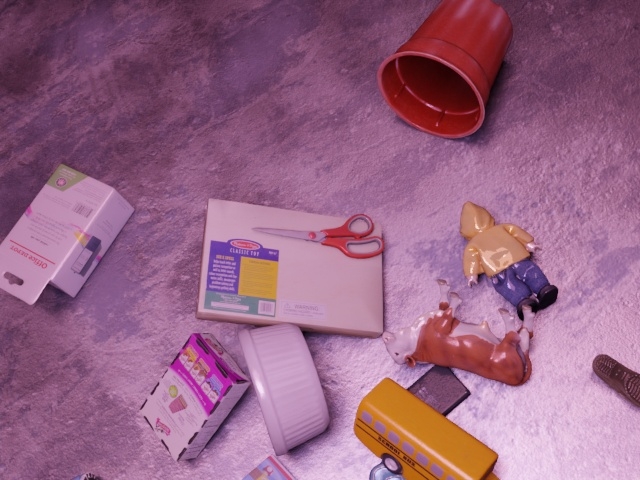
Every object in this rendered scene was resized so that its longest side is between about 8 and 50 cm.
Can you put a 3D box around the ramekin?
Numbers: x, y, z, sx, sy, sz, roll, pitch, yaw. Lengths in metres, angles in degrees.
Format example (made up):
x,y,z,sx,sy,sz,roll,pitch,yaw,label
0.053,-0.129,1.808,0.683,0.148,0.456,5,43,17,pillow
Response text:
x,y,z,sx,sy,sz,roll,pitch,yaw,label
-0.073,0.295,1.605,0.127,0.273,0.273,-18,60,-7,ramekin

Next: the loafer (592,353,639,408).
x,y,z,sx,sy,sz,roll,pitch,yaw,label
0.600,0.278,1.536,0.148,0.050,0.056,42,84,13,loafer

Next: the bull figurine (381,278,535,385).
x,y,z,sx,sy,sz,roll,pitch,yaw,label
0.287,0.197,1.600,0.310,0.101,0.188,15,109,6,bull figurine

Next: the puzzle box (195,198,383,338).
x,y,z,sx,sy,sz,roll,pitch,yaw,label
-0.062,0.062,1.721,0.409,0.052,0.272,9,64,-13,puzzle box

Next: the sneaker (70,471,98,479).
x,y,z,sx,sy,sz,roll,pitch,yaw,label
-0.535,0.594,1.711,0.073,0.063,0.162,-13,56,30,sneaker

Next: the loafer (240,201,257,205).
x,y,z,sx,sy,sz,roll,pitch,yaw,label
-0.130,0.058,1.808,0.134,0.130,0.366,-31,60,0,loafer

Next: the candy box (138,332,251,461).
x,y,z,sx,sy,sz,roll,pitch,yaw,label
-0.274,0.339,1.695,0.159,0.071,0.233,45,107,29,candy box

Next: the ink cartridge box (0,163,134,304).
x,y,z,sx,sy,sz,roll,pitch,yaw,label
-0.670,0.002,1.999,0.207,0.119,0.353,24,72,24,ink cartridge box

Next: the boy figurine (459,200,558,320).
x,y,z,sx,sy,sz,roll,pitch,yaw,label
0.382,0.037,1.694,0.177,0.092,0.285,-34,59,-2,boy figurine

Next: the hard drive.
x,y,z,sx,sy,sz,roll,pitch,yaw,label
0.233,0.327,1.630,0.135,0.022,0.094,-39,60,-5,hard drive

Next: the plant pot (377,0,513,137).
x,y,z,sx,sy,sz,roll,pitch,yaw,label
0.316,-0.433,1.865,0.272,0.272,0.265,21,63,24,plant pot

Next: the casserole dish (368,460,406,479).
x,y,z,sx,sy,sz,roll,pitch,yaw,label
0.157,0.517,1.551,0.114,0.037,0.188,-15,60,8,casserole dish

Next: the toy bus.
x,y,z,sx,sy,sz,roll,pitch,yaw,label
0.225,0.415,1.504,0.333,0.130,0.108,33,45,26,toy bus

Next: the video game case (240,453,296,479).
x,y,z,sx,sy,sz,roll,pitch,yaw,label
-0.141,0.593,1.561,0.285,0.025,0.204,-36,59,-23,video game case

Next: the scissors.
x,y,z,sx,sy,sz,roll,pitch,yaw,label
0.000,0.000,1.728,0.297,0.021,0.109,-6,69,-22,scissors
